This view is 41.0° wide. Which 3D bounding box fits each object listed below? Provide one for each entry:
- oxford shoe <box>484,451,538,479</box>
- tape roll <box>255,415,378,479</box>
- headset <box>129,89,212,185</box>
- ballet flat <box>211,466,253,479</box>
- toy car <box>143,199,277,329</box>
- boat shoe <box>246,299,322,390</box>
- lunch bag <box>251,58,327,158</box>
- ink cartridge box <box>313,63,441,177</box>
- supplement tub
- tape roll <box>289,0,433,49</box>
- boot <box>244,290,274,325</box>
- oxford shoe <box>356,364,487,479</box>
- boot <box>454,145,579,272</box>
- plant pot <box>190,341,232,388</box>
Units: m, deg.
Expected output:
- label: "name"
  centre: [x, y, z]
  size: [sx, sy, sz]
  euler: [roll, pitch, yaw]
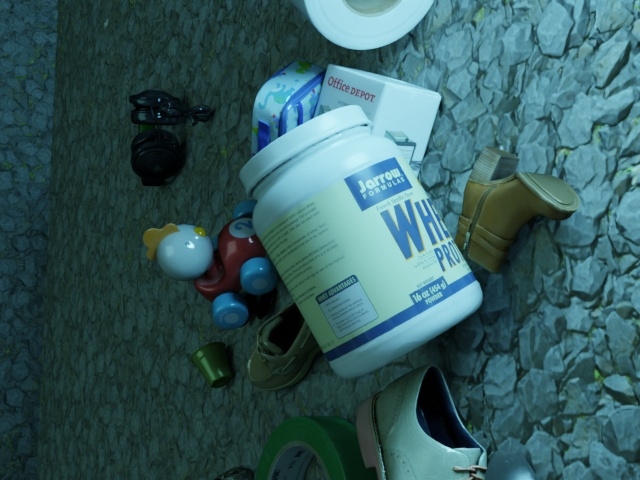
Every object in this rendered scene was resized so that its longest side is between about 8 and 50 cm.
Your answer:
- label: "oxford shoe"
  centre: [0.247, 0.369, 1.059]
  size: [0.076, 0.076, 0.212]
  euler: [72, -170, -52]
- label: "tape roll"
  centre: [-0.008, 0.459, 1.442]
  size: [0.321, 0.077, 0.321]
  euler: [-18, 68, 55]
- label: "headset"
  centre: [-0.401, -0.281, 2.223]
  size: [0.394, 0.185, 0.243]
  euler: [147, 120, -70]
- label: "ballet flat"
  centre: [-0.219, 0.532, 1.788]
  size: [0.250, 0.058, 0.084]
  euler: [-43, 48, 47]
- label: "toy car"
  centre: [-0.229, 0.019, 1.692]
  size: [0.210, 0.238, 0.219]
  euler: [-50, 33, 29]
- label: "boat shoe"
  centre: [-0.064, 0.176, 1.558]
  size: [0.341, 0.110, 0.121]
  euler: [-47, 46, 44]
- label: "lunch bag"
  centre: [-0.050, -0.192, 1.505]
  size: [0.090, 0.176, 0.218]
  euler: [26, 135, 20]
- label: "ink cartridge box"
  centre: [0.066, -0.136, 1.406]
  size: [0.198, 0.115, 0.272]
  euler: [35, 113, 56]
- label: "supplement tub"
  centre: [0.050, 0.002, 1.189]
  size: [0.235, 0.235, 0.324]
  euler: [-36, 82, 50]
- label: "tape roll"
  centre: [0.054, -0.451, 1.368]
  size: [0.246, 0.246, 0.169]
  euler: [-66, 35, 26]
- label: "boot"
  centre: [-0.136, 0.134, 1.749]
  size: [0.099, 0.045, 0.121]
  euler: [33, 106, 59]
- label: "oxford shoe"
  centre: [0.161, 0.348, 1.135]
  size: [0.146, 0.141, 0.396]
  euler: [-49, 47, 33]
- label: "boot"
  centre: [0.253, -0.024, 1.130]
  size: [0.197, 0.073, 0.152]
  euler: [-130, 51, -58]
- label: "plant pot"
  centre: [-0.228, 0.274, 1.850]
  size: [0.083, 0.083, 0.079]
  euler: [-55, 54, 38]
